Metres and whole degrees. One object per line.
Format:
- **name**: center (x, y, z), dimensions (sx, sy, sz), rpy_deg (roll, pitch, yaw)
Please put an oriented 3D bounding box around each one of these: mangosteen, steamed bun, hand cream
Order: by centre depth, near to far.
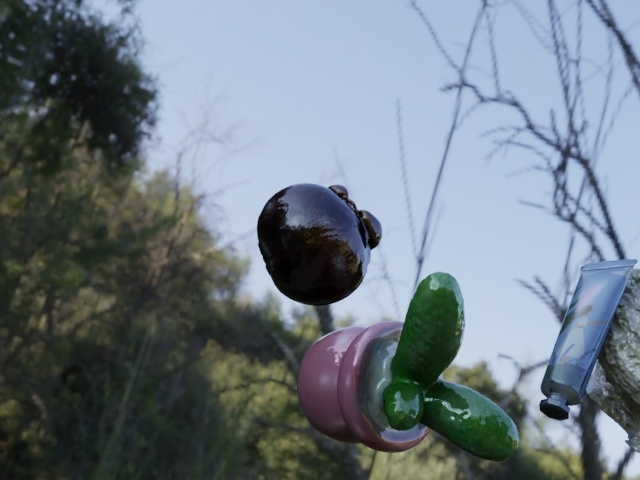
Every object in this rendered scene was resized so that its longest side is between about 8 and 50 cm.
- **mangosteen**: center (0.000, 0.000, 1.391), dimensions (0.152, 0.152, 0.152), rpy_deg (16, -16, 5)
- **hand cream**: center (0.350, 0.125, 1.564), dimensions (0.088, 0.256, 0.055), rpy_deg (-12, -50, 48)
- **steamed bun**: center (0.446, 0.185, 1.605), dimensions (0.170, 0.225, 0.200), rpy_deg (-34, -58, 14)

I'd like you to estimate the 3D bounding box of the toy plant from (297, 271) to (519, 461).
- **toy plant**: center (0.119, 0.210, 1.864), dimensions (0.356, 0.210, 0.317), rpy_deg (-5, -69, 56)
